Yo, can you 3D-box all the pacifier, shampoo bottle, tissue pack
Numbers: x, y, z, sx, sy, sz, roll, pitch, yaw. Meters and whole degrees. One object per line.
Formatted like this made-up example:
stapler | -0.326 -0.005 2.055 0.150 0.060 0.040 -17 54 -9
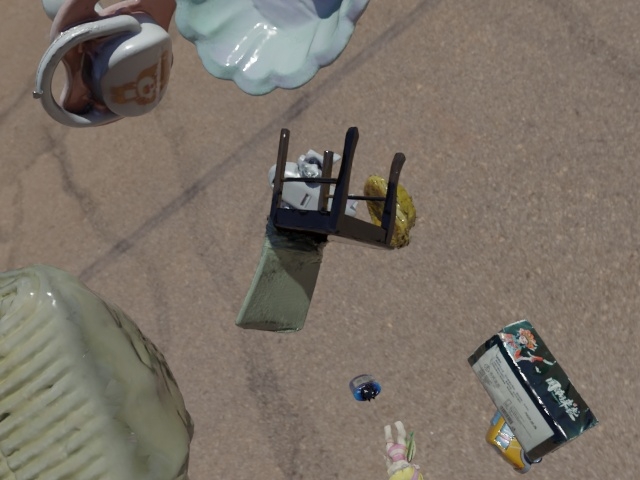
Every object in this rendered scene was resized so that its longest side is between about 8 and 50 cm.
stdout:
pacifier | -0.352 -0.330 0.988 0.220 0.332 0.273 -1 62 -18
shampoo bottle | 0.138 0.457 1.826 0.087 0.183 0.050 -18 89 -4
tissue pack | 0.295 0.210 0.835 0.090 0.103 0.170 -16 60 -26

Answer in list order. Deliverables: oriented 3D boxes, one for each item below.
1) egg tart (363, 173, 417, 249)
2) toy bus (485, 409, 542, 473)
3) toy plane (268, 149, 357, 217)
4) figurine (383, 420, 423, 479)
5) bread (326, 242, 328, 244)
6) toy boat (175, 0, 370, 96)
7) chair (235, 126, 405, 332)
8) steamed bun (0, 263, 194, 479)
egg tart | 0.253 -0.109 2.081 0.116 0.295 0.295 -24 52 -11
toy bus | 0.507 0.460 1.478 0.136 0.126 0.210 34 80 14
toy plane | -0.019 -0.124 1.528 0.252 0.252 0.118 -12 31 25
figurine | 0.163 0.433 1.154 0.083 0.083 0.187 -34 24 11
bread | 0.015 -0.047 1.684 0.177 0.084 0.119 -32 44 -18
toy boat | -0.025 -0.280 0.566 0.290 0.199 0.100 -46 7 39
chair | 0.000 0.000 0.914 0.186 0.160 0.319 8 85 39
steamed bun | -0.185 0.135 0.415 0.211 0.144 0.218 -33 87 11
